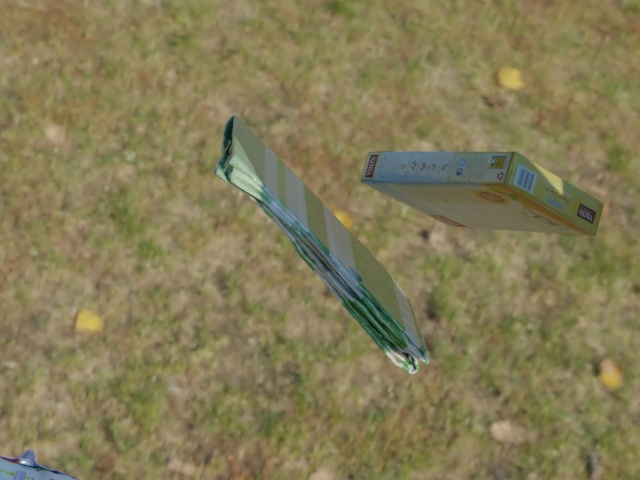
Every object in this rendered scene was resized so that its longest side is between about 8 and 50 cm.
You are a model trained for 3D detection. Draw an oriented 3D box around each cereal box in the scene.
[{"bbox_3d":[0.188,-0.057,1.653,0.173,0.047,0.240,25,-12,-40],"label":"cereal box"}]

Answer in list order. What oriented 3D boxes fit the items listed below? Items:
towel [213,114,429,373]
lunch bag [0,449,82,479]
[{"bbox_3d":[0.000,0.000,1.628,0.325,0.038,0.248,45,11,-13],"label":"towel"},{"bbox_3d":[-0.438,0.384,1.915,0.221,0.138,0.293,16,31,-5],"label":"lunch bag"}]
